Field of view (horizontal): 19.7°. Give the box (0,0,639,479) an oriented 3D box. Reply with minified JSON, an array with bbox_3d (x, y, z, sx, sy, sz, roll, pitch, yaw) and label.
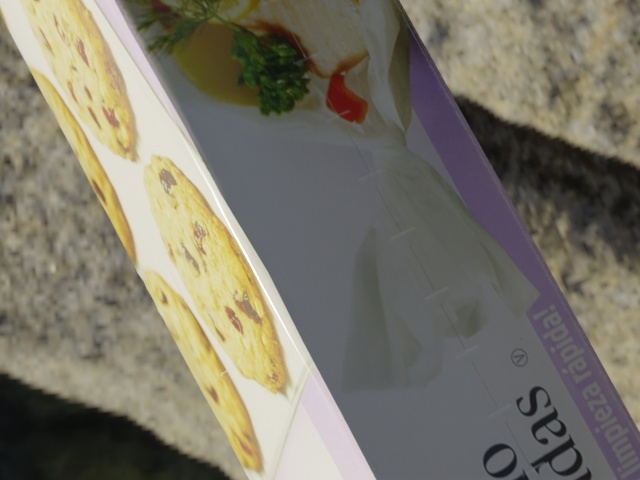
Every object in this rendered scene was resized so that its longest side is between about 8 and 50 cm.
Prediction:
[{"bbox_3d":[0.000,0.000,0.410,0.063,0.324,0.067,-27,177,-25],"label":"box"}]
